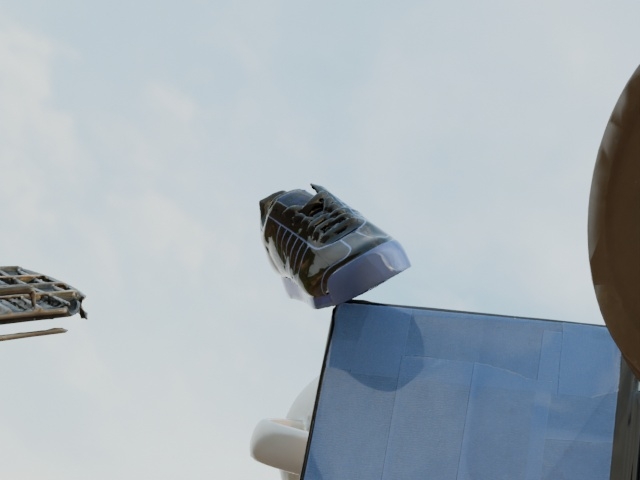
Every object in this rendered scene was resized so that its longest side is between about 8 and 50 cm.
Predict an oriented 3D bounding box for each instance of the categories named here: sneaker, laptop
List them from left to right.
[{"bbox_3d":[0.000,0.000,1.400,0.090,0.081,0.232,65,-18,-8],"label":"sneaker"},{"bbox_3d":[0.172,0.178,1.185,0.236,0.382,0.408,22,-31,-19],"label":"laptop"}]

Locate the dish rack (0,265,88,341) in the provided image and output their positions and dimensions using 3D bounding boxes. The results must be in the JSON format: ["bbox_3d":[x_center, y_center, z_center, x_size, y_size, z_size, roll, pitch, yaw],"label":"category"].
[{"bbox_3d":[-0.249,0.054,0.777,0.208,0.271,0.074,-163,-111,-66],"label":"dish rack"}]

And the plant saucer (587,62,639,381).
[{"bbox_3d":[0.244,-0.022,0.991,0.041,0.278,0.278,7,-25,-28],"label":"plant saucer"}]

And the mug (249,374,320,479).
[{"bbox_3d":[0.090,0.249,1.829,0.328,0.276,0.374,13,-2,45],"label":"mug"}]
